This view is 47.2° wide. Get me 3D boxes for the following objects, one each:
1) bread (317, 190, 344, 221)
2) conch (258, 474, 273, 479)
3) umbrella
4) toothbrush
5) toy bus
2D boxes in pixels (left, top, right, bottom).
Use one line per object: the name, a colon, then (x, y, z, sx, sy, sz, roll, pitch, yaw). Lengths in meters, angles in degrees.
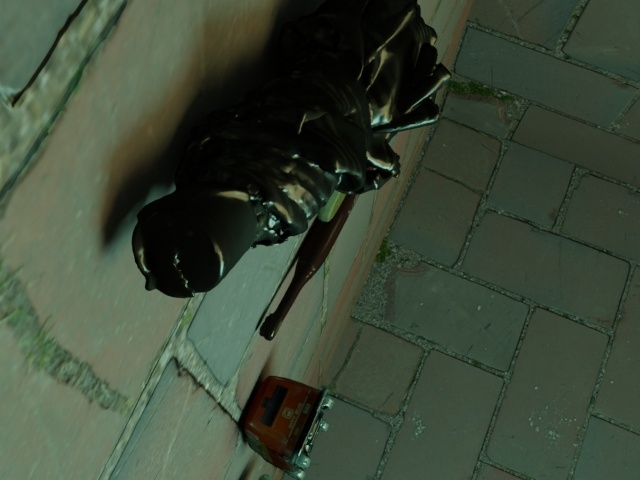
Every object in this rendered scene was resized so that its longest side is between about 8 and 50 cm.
bread: (0.021, -0.078, 0.956, 0.112, 0.036, 0.193, -63, 176, 3)
conch: (-0.126, 0.555, 1.369, 0.386, 0.170, 0.203, -15, 110, -38)
umbrella: (0.004, -0.082, 0.481, 0.336, 0.128, 0.154, -48, 161, -61)
toothbrush: (0.001, 0.000, 1.022, 0.041, 0.041, 0.364, 104, 12, -49)
toy bus: (-0.055, 0.303, 1.183, 0.265, 0.120, 0.121, 95, 19, -66)
